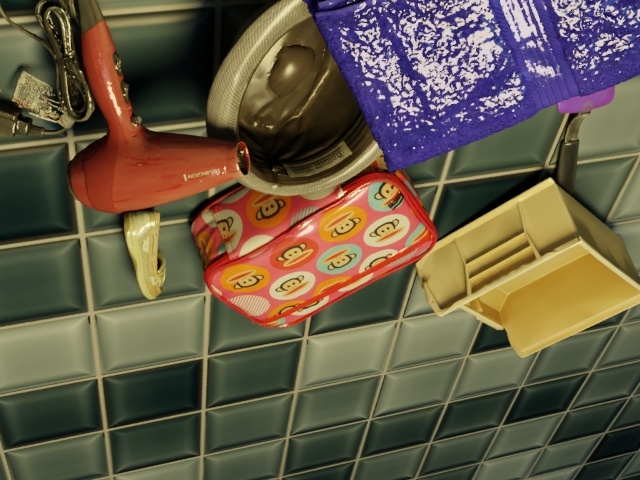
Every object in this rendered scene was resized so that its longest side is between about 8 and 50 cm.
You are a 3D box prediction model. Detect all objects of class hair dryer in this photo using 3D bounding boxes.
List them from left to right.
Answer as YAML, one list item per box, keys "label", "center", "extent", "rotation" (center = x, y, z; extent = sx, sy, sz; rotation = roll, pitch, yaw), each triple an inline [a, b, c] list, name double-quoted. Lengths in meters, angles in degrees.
- label: "hair dryer"
  center: [-0.207, -0.122, 0.914]
  extent: [0.293, 0.080, 0.223]
  rotation: [26, 131, -7]

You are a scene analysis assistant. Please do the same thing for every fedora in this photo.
- label: "fedora"
  center: [-0.013, -0.182, 0.994]
  extent: [0.243, 0.124, 0.275]
  rotation: [4, 129, -31]

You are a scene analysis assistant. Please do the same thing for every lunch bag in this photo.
- label: "lunch bag"
  center: [0.000, 0.000, 1.246]
  extent: [0.293, 0.120, 0.258]
  rotation: [-29, 147, 12]

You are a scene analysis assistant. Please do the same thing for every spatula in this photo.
- label: "spatula"
  center: [0.356, -0.150, 1.293]
  extent: [0.084, 0.030, 0.296]
  rotation: [-12, 143, -3]

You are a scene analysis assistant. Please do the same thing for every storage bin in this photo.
- label: "storage bin"
  center: [0.327, 0.056, 1.439]
  extent: [0.260, 0.123, 0.262]
  rotation: [-32, 143, 27]

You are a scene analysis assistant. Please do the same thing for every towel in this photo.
- label: "towel"
  center: [0.158, -0.198, 0.828]
  extent: [0.308, 0.076, 0.228]
  rotation: [-21, 121, 17]

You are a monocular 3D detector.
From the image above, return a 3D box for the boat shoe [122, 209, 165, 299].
- label: "boat shoe"
  center: [-0.220, 0.020, 1.207]
  extent: [0.048, 0.056, 0.153]
  rotation: [-11, 135, -6]
